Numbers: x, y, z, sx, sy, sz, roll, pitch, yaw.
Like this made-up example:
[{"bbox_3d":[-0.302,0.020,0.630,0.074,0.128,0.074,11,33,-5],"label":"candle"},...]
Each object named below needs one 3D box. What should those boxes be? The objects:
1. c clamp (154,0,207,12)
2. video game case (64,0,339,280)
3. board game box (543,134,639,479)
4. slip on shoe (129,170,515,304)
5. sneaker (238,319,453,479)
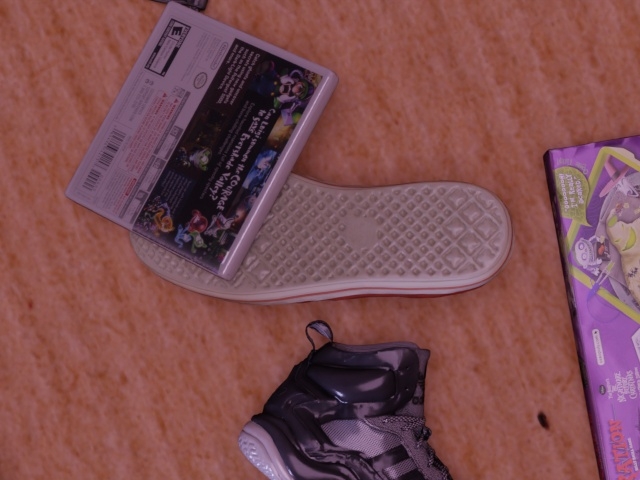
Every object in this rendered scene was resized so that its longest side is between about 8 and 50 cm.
[{"bbox_3d":[-0.108,-0.259,1.494,0.137,0.022,0.161,12,90,7],"label":"c clamp"},{"bbox_3d":[-0.100,-0.085,1.434,0.173,0.022,0.190,26,85,26],"label":"video game case"},{"bbox_3d":[0.319,0.077,1.462,0.208,0.056,0.347,-9,88,-3],"label":"board game box"},{"bbox_3d":[0.000,0.000,1.444,0.331,0.101,0.123,1,78,14],"label":"slip on shoe"},{"bbox_3d":[0.077,0.170,1.433,0.268,0.101,0.153,27,92,4],"label":"sneaker"}]
